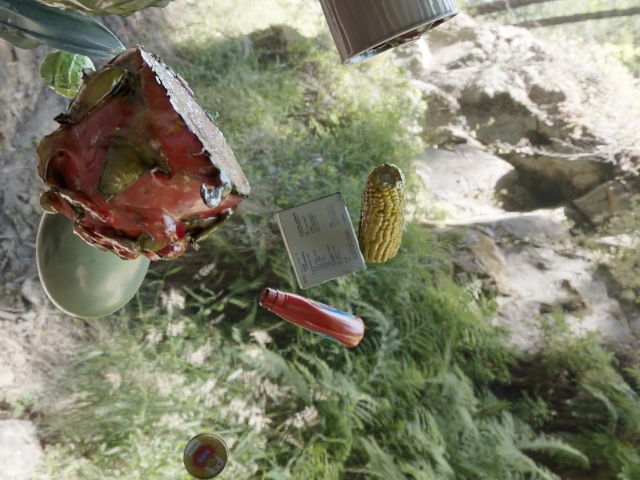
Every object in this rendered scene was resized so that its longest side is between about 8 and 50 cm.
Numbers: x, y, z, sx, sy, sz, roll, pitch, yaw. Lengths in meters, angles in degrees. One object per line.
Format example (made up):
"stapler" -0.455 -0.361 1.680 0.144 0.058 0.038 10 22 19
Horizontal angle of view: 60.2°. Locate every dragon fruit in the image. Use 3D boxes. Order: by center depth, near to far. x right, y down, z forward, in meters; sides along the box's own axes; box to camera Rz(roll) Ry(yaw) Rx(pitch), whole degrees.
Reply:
"dragon fruit" -0.282 -0.105 0.813 0.296 0.263 0.314 56 4 -15

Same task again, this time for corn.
"corn" 0.131 -0.039 1.168 0.310 0.102 0.101 90 -6 -62

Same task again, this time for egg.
"egg" -0.530 0.013 1.307 0.258 0.259 0.351 -128 -131 -80

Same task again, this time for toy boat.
"toy boat" -0.469 -0.353 0.870 0.141 0.320 0.092 -103 -145 -56

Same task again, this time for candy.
"candy" -0.364 -0.287 1.070 0.092 0.336 0.092 -110 -143 -66

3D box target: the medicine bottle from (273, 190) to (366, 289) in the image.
"medicine bottle" 0.000 0.000 1.325 0.052 0.171 0.200 157 -87 -85

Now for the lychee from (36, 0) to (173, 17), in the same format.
"lychee" -0.144 -0.276 0.334 0.255 0.274 0.255 55 -7 10

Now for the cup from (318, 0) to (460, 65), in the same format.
"cup" 0.117 -0.469 0.936 0.273 0.289 0.208 66 -11 -11

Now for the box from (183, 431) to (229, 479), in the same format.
"box" -0.268 0.503 1.293 0.037 0.106 0.105 162 -77 -82

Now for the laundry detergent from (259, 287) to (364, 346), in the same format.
"laundry detergent" -0.018 0.111 0.843 0.049 0.165 0.097 -67 -158 -6
